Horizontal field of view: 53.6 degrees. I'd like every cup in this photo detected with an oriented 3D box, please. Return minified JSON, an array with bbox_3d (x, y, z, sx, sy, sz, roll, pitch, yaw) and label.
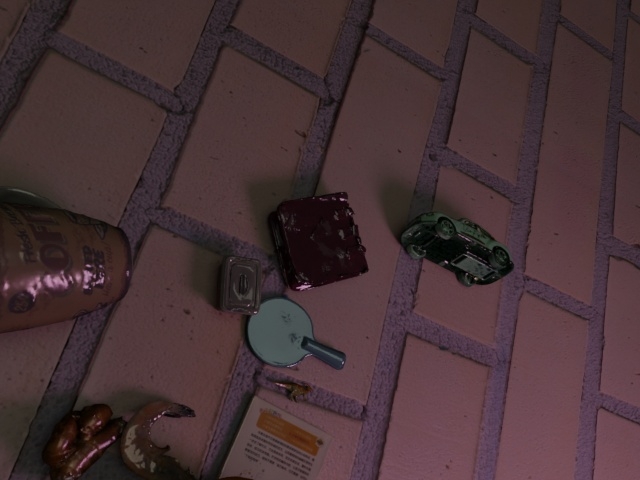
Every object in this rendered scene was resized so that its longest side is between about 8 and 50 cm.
[{"bbox_3d":[-0.495,0.020,1.133,0.257,0.227,0.301,1,45,-42],"label":"cup"}]

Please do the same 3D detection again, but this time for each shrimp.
[{"bbox_3d":[-0.276,0.396,1.201,0.219,0.046,0.152,46,50,-20],"label":"shrimp"}]

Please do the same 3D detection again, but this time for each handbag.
[{"bbox_3d":[-0.002,0.001,1.461,0.216,0.074,0.203,-13,82,-33],"label":"handbag"}]

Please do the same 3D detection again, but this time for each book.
[{"bbox_3d":[-0.109,0.493,1.283,0.208,0.020,0.295,33,62,-16],"label":"book"}]

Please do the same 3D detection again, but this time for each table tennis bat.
[{"bbox_3d":[-0.050,0.218,1.390,0.244,0.040,0.153,28,64,-15],"label":"table tennis bat"}]

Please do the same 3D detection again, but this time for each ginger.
[{"bbox_3d":[-0.425,0.348,1.125,0.162,0.073,0.103,-40,113,-44],"label":"ginger"}]

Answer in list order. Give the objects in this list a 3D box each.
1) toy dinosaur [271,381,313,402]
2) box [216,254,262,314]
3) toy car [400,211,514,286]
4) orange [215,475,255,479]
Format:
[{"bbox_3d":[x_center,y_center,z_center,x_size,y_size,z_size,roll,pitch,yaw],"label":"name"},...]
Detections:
[{"bbox_3d":[-0.061,0.323,1.356,0.113,0.026,0.041,15,61,-34],"label":"toy dinosaur"},{"bbox_3d":[-0.176,0.098,1.341,0.089,0.062,0.122,10,72,-26],"label":"box"},{"bbox_3d":[0.349,0.008,1.620,0.306,0.136,0.125,27,50,-18],"label":"toy car"},{"bbox_3d":[-0.158,0.532,1.113,0.219,0.193,0.219,37,35,-32],"label":"orange"}]
